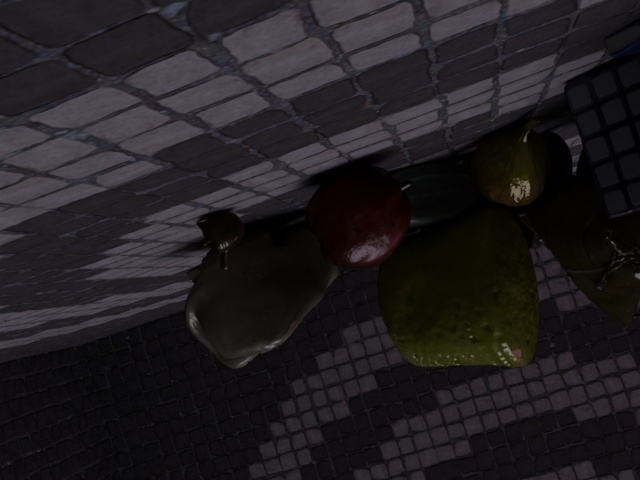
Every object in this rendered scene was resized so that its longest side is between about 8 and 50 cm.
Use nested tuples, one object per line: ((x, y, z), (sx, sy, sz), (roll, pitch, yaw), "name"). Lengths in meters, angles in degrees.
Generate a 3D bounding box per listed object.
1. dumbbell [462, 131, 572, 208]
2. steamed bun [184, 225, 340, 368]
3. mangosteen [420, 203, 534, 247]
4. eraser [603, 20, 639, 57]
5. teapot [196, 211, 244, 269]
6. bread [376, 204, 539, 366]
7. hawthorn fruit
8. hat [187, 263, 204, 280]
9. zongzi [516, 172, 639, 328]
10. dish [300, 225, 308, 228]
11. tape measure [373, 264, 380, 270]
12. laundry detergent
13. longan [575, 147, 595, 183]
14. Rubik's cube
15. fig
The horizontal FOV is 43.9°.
((0.439, -0.158, 1.777), (0.225, 0.124, 0.140), (-16, 175, -23), "dumbbell")
((-0.150, 0.102, 1.786), (0.342, 0.255, 0.368), (-41, -174, 40), "steamed bun")
((0.386, -0.041, 1.969), (0.296, 0.297, 0.313), (-19, 165, 5), "mangosteen")
((0.427, -0.270, 1.049), (0.084, 0.027, 0.063), (-15, 176, -31), "eraser")
((-0.180, -0.002, 1.445), (0.080, 0.110, 0.085), (-31, -137, -18), "teapot")
((0.308, 0.119, 1.726), (0.307, 0.348, 0.348), (-16, 177, 25), "bread")
((0.080, -0.050, 1.415), (0.202, 0.185, 0.185), (-38, 168, 21), "hawthorn fruit")
((-0.279, 0.115, 2.246), (0.166, 0.144, 0.173), (-12, 150, -35), "hat")
((0.596, 0.067, 1.486), (0.181, 0.418, 0.447), (-36, -163, 0), "zongzi")
((0.000, 0.000, 2.037), (0.227, 0.086, 0.236), (-10, -176, 28), "dish")
((0.139, 0.002, 2.267), (0.154, 0.178, 0.087), (-6, 180, 25), "tape measure")
((0.156, -0.063, 1.810), (0.264, 0.125, 0.398), (-14, 175, -30), "laundry detergent")
((0.720, -0.148, 1.662), (0.360, 0.361, 0.361), (-18, 175, -2), "longan")
((0.569, -0.191, 1.262), (0.237, 0.237, 0.238), (-18, 176, -42), "Rubik's cube")
((0.385, -0.168, 1.540), (0.159, 0.159, 0.257), (-17, 159, -11), "fig")
